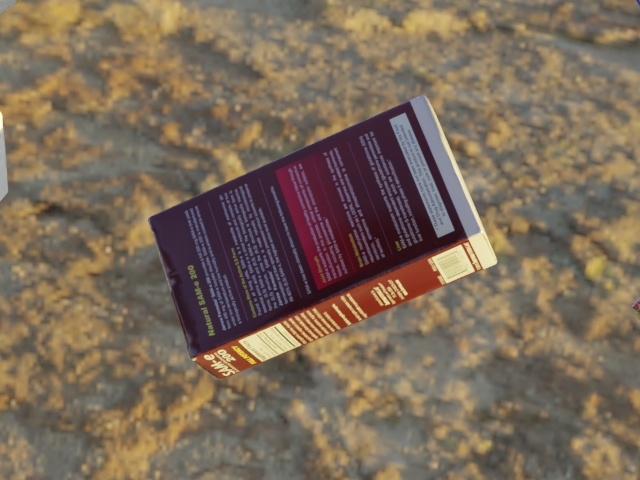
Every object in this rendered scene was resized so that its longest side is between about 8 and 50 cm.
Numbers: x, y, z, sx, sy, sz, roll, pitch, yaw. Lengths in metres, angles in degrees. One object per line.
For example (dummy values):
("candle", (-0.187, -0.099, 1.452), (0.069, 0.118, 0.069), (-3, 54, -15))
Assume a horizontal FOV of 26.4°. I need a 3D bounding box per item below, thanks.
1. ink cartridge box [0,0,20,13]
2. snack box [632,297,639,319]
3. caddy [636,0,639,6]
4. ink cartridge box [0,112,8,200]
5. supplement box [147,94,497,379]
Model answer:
("ink cartridge box", (-0.179, -0.217, 0.613), (0.171, 0.168, 0.233), (29, 42, 9))
("snack box", (0.447, 0.070, 1.351), (0.207, 0.174, 0.070), (42, -1, 31))
("caddy", (0.164, -0.161, 0.324), (0.179, 0.341, 0.241), (-30, 1, -8))
("ink cartridge box", (-0.452, -0.037, 1.312), (0.197, 0.114, 0.273), (16, 41, 9))
("supplement box", (0.000, 0.000, 1.058), (0.239, 0.073, 0.130), (-23, 65, 7))
